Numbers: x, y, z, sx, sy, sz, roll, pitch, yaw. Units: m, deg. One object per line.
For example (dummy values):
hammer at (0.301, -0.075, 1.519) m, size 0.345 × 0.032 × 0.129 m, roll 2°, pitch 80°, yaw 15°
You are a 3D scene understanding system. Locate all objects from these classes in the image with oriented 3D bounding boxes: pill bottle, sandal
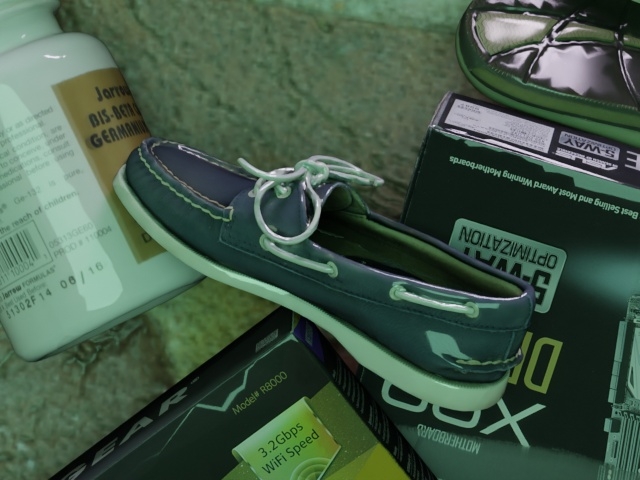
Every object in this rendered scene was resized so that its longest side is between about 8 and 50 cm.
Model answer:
pill bottle at (-0.169, -0.055, 1.183) m, size 0.131 × 0.131 × 0.229 m, roll -26°, pitch 89°, yaw 1°
sandal at (0.222, -0.072, 1.194) m, size 0.302 × 0.086 × 0.120 m, roll 22°, pitch 52°, yaw 0°

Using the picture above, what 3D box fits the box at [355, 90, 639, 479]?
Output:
box at (0.181, 0.074, 1.148) m, size 0.307 × 0.076 × 0.242 m, roll 18°, pitch 114°, yaw 4°

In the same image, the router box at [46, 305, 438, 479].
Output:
router box at (-0.062, 0.222, 1.135) m, size 0.309 × 0.081 × 0.243 m, roll -37°, pitch 100°, yaw 8°

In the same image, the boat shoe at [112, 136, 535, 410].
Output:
boat shoe at (0.000, 0.000, 1.076) m, size 0.254 × 0.095 × 0.079 m, roll 32°, pitch 121°, yaw 23°
